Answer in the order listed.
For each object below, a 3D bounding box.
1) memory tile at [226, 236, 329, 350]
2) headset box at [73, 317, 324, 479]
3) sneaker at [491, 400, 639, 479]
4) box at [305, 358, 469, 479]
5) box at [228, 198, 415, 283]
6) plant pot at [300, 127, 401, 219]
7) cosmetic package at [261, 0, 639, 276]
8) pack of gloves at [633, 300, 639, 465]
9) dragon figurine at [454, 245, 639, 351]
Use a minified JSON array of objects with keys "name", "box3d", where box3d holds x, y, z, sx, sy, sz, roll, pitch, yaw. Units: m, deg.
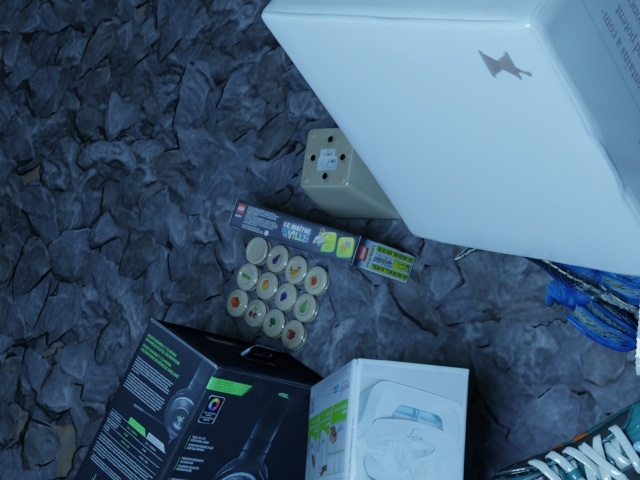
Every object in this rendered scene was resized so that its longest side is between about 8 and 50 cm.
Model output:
[{"name":"memory tile","box3d":[-0.056,0.065,1.757,0.148,0.012,0.113,26,94,41]},{"name":"headset box","box3d":[-0.129,0.244,1.614,0.131,0.246,0.283,30,96,41]},{"name":"sneaker","box3d":[0.252,0.257,1.384,0.302,0.121,0.108,-43,55,22]},{"name":"box","box3d":[0.057,0.257,1.447,0.262,0.127,0.231,128,146,-73]},{"name":"box","box3d":[0.000,0.000,1.664,0.207,0.114,0.036,17,89,41]},{"name":"plant pot","box3d":[0.037,-0.089,1.671,0.109,0.096,0.109,2,78,39]},{"name":"cosmetic package","box3d":[0.231,-0.229,1.302,0.327,0.329,0.393,12,58,45]},{"name":"pack of gloves","box3d":[0.415,0.152,1.295,0.232,0.046,0.195,4,95,18]},{"name":"dragon figurine","box3d":[0.286,0.057,1.363,0.085,0.289,0.144,-61,12,5]}]
